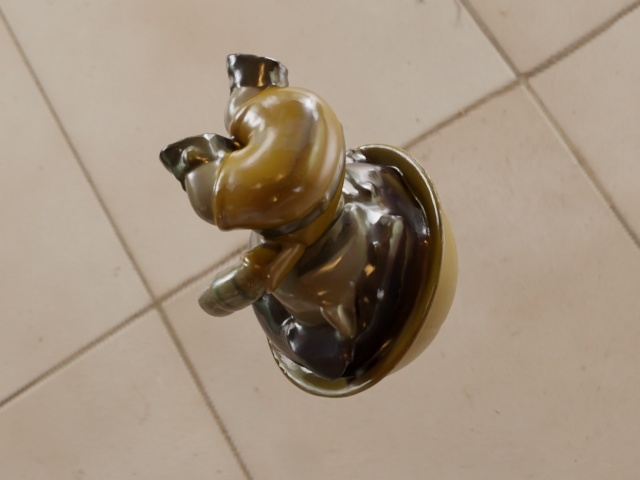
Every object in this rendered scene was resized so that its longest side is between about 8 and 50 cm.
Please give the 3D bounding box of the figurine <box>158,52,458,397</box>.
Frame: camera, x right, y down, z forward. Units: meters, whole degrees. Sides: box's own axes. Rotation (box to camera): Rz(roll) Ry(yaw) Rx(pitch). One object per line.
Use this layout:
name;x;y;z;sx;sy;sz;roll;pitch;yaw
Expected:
figurine;0.005;0.000;0.725;0.167;0.257;0.192;1;66;20
